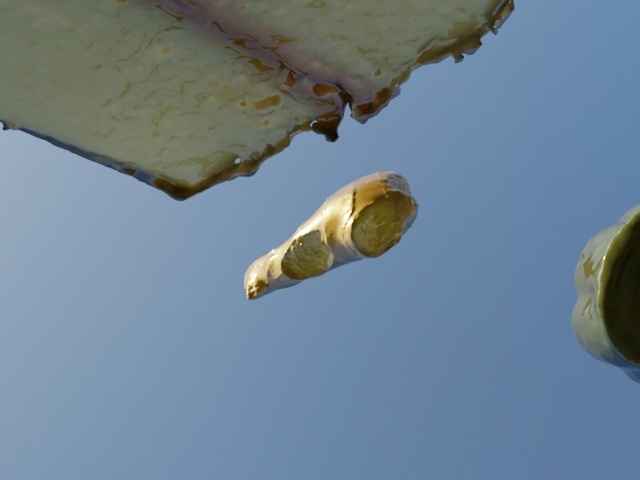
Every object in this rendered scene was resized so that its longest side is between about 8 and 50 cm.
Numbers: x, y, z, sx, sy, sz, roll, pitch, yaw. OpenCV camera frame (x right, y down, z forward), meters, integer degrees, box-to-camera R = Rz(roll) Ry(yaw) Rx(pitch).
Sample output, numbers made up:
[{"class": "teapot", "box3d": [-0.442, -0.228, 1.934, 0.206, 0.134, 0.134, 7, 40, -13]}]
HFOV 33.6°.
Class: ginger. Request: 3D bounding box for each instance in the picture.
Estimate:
[{"class": "ginger", "box3d": [0.000, 0.000, 1.290, 0.086, 0.295, 0.131, 40, -134, -23]}]

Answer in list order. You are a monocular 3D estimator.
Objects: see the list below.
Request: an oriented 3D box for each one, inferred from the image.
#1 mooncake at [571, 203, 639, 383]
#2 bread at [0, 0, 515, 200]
[{"class": "mooncake", "box3d": [0.312, 0.048, 0.955, 0.175, 0.104, 0.168, -22, -95, -9]}, {"class": "bread", "box3d": [-0.045, -0.096, 0.453, 0.178, 0.240, 0.135, 48, -146, -16]}]
